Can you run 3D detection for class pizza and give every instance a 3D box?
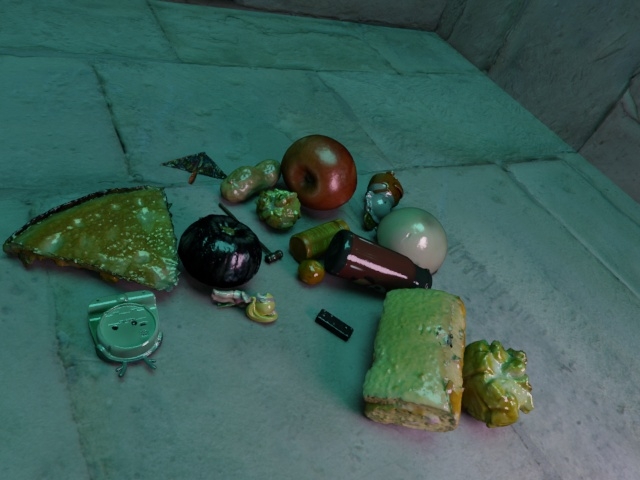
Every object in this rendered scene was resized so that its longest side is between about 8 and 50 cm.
[{"bbox_3d":[-0.568,-0.036,1.360,0.435,0.080,0.392,18,42,-7],"label":"pizza"}]

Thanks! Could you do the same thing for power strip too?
[{"bbox_3d":[0.038,0.239,1.370,0.111,0.029,0.038,33,42,8],"label":"power strip"}]

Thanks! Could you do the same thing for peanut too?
[{"bbox_3d":[-0.229,-0.207,1.657,0.263,0.117,0.101,-28,82,-44],"label":"peanut"}]

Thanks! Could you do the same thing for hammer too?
[{"bbox_3d":[-0.232,-0.032,1.540,0.292,0.029,0.058,42,44,23],"label":"hammer"}]

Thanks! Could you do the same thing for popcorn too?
[{"bbox_3d":[-0.132,-0.101,1.589,0.141,0.162,0.135,67,18,12],"label":"popcorn"},{"bbox_3d":[0.449,0.374,1.280,0.183,0.204,0.221,-9,73,-7],"label":"popcorn"}]

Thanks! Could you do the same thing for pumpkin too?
[{"bbox_3d":[-0.274,0.031,1.332,0.233,0.163,0.233,19,24,-9],"label":"pumpkin"}]

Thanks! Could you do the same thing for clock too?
[{"bbox_3d":[-0.453,0.220,1.152,0.159,0.066,0.211,-10,52,-30],"label":"clock"}]

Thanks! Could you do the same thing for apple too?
[{"bbox_3d":[-0.006,-0.230,1.671,0.206,0.251,0.272,-32,95,-42],"label":"apple"}]

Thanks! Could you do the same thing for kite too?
[{"bbox_3d":[-0.435,-0.257,1.693,0.232,0.009,0.189,13,44,-9],"label":"kite"}]

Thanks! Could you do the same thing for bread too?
[{"bbox_3d":[0.259,0.298,1.267,0.236,0.165,0.375,2,39,20],"label":"bread"}]

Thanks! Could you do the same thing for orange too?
[{"bbox_3d":[-0.029,0.096,1.459,0.083,0.070,0.083,26,34,-19],"label":"orange"}]

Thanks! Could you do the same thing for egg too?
[{"bbox_3d":[0.340,-0.022,1.655,0.286,0.174,0.264,-25,70,-45],"label":"egg"}]

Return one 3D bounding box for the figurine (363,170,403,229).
[{"bbox_3d":[0.216,-0.149,1.789,0.143,0.143,0.271,33,68,12],"label":"figurine"}]

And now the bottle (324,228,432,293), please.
[{"bbox_3d":[0.189,0.086,1.493,0.336,0.144,0.144,21,41,-16],"label":"bottle"}]

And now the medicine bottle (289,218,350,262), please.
[{"bbox_3d":[0.000,0.000,1.551,0.192,0.096,0.096,-21,57,-38],"label":"medicine bottle"}]

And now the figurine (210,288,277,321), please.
[{"bbox_3d":[-0.203,0.170,1.311,0.187,0.083,0.083,15,42,-17],"label":"figurine"}]
